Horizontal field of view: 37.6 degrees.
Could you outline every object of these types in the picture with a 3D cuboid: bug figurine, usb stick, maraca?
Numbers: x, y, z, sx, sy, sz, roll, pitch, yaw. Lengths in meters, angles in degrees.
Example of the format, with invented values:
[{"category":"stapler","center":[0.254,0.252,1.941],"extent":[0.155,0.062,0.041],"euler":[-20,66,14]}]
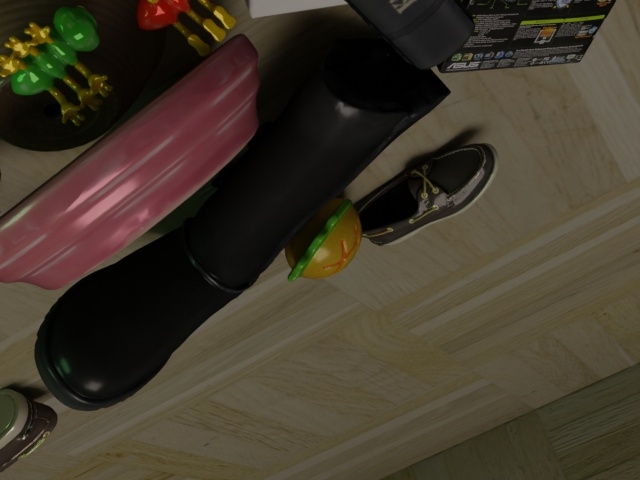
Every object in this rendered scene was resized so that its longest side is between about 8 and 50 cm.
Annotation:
[{"category":"bug figurine","center":[-0.204,-0.228,0.726],"extent":[0.216,0.072,0.279],"euler":[-45,131,0]},{"category":"usb stick","center":[0.049,-0.227,0.795],"extent":[0.077,0.045,0.278],"euler":[-30,149,21]},{"category":"maraca","center":[0.000,0.000,1.254],"extent":[0.127,0.099,0.185],"euler":[-58,177,12]}]

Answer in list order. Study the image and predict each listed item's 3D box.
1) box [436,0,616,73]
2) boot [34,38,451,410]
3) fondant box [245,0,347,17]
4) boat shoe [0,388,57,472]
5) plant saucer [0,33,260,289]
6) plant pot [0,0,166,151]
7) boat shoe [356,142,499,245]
[{"category":"box","center":[0.235,-0.265,1.036],"extent":[0.191,0.045,0.184],"euler":[-8,147,-17]},{"category":"boot","center":[-0.089,-0.022,1.039],"extent":[0.445,0.146,0.367],"euler":[-38,-175,37]},{"category":"fondant box","center":[0.053,-0.341,0.746],"extent":[0.238,0.096,0.330],"euler":[-12,151,-13]},{"category":"boat shoe","center":[-0.577,0.355,1.553],"extent":[0.324,0.116,0.097],"euler":[-35,145,16]},{"category":"plant saucer","center":[-0.180,-0.063,0.884],"extent":[0.332,0.084,0.332],"euler":[-36,-167,9]},{"category":"plant pot","center":[-0.252,-0.160,0.863],"extent":[0.237,0.109,0.237],"euler":[-14,150,-8]},{"category":"boat shoe","center":[0.140,-0.062,1.286],"extent":[0.228,0.081,0.069],"euler":[-36,151,32]}]
